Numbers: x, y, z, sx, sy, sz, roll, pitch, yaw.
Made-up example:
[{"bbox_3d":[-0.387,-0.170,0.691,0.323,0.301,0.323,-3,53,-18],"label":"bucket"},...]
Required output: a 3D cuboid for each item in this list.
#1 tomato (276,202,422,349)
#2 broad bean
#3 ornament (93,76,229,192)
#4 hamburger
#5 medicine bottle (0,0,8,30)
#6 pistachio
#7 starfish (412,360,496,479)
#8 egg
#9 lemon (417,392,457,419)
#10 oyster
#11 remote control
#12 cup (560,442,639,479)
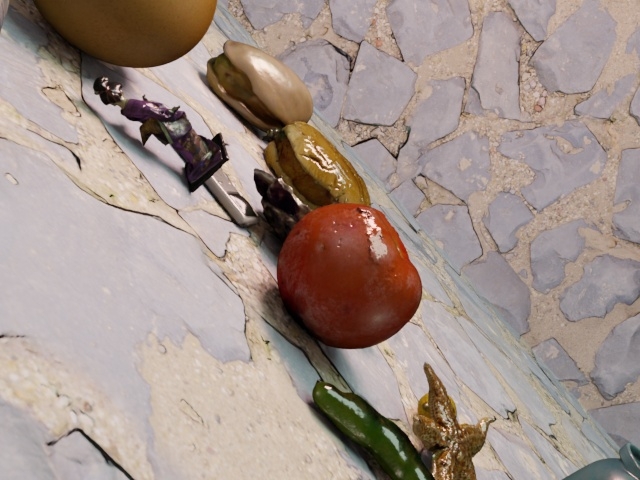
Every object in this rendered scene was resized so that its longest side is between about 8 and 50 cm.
[{"bbox_3d":[0.034,0.053,0.940,0.208,0.184,0.208,53,16,-21],"label":"tomato"},{"bbox_3d":[0.095,0.285,0.778,0.144,0.049,0.292,25,27,-57],"label":"broad bean"},{"bbox_3d":[-0.230,-0.169,0.951,0.203,0.088,0.081,39,15,-29],"label":"ornament"},{"bbox_3d":[-0.005,-0.145,1.495,0.309,0.132,0.211,50,11,-1],"label":"hamburger"},{"bbox_3d":[-0.364,-0.229,0.651,0.105,0.105,0.168,38,17,-37],"label":"medicine bottle"},{"bbox_3d":[-0.135,-0.365,1.603,0.288,0.166,0.197,41,30,-30],"label":"pistachio"},{"bbox_3d":[0.198,0.295,0.982,0.277,0.062,0.235,-24,87,-58],"label":"starfish"},{"bbox_3d":[-0.294,-0.389,1.003,0.250,0.250,0.322,50,19,6],"label":"egg"},{"bbox_3d":[0.187,0.273,1.074,0.083,0.062,0.062,35,19,-50],"label":"lemon"},{"bbox_3d":[-0.008,0.007,1.126,0.275,0.100,0.271,38,10,-44],"label":"oyster"},{"bbox_3d":[-0.188,-0.127,1.077,0.261,0.029,0.067,51,14,8],"label":"remote control"},{"bbox_3d":[0.325,0.409,0.734,0.219,0.257,0.289,25,26,-47],"label":"cup"}]
